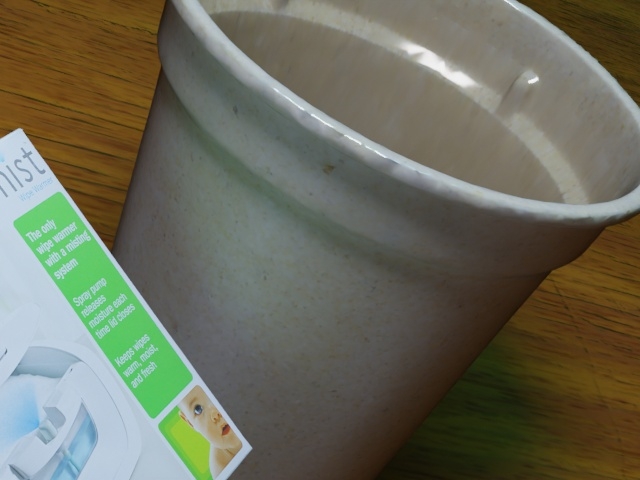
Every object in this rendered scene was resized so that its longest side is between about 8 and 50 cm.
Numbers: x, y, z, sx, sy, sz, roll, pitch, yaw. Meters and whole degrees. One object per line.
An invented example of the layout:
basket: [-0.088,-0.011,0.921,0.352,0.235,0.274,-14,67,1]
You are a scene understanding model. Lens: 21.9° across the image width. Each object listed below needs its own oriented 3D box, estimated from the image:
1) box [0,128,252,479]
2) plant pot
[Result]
box: [-0.192,0.099,0.849,0.231,0.126,0.262,56,29,-5]
plant pot: [0.000,0.000,1.067,0.333,0.305,0.334,21,29,-12]
